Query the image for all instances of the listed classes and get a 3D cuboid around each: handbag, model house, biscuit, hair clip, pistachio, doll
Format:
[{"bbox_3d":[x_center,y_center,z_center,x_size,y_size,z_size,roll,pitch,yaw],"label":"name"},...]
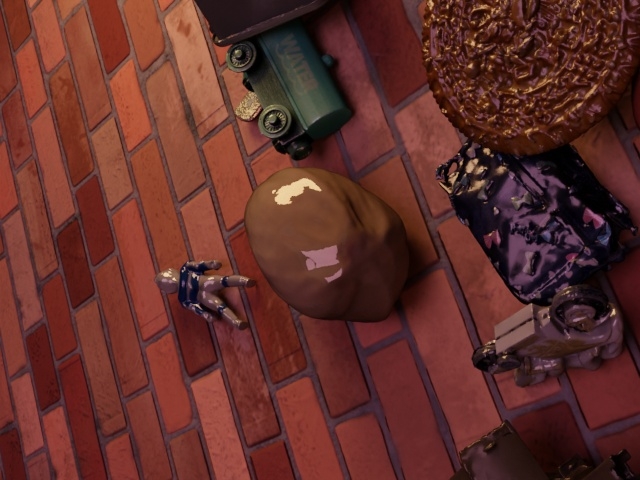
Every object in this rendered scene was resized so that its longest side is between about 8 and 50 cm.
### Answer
[{"bbox_3d":[0.268,-0.047,1.073,0.162,0.113,0.260,-51,56,30],"label":"handbag"},{"bbox_3d":[0.260,0.307,0.991,0.243,0.211,0.204,-52,59,32],"label":"model house"},{"bbox_3d":[0.237,-0.250,0.997,0.305,0.038,0.305,7,100,44],"label":"biscuit"},{"bbox_3d":[-0.104,-0.267,1.464,0.054,0.022,0.137,33,101,37],"label":"hair clip"},{"bbox_3d":[0.000,0.000,1.257,0.332,0.208,0.226,38,155,43],"label":"pistachio"},{"bbox_3d":[-0.214,0.082,1.521,0.228,0.057,0.113,14,103,31],"label":"doll"}]

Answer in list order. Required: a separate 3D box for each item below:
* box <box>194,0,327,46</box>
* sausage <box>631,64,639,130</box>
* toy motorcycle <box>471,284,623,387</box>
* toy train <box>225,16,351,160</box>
[{"bbox_3d":[-0.099,-0.427,1.339,0.244,0.135,0.163,-14,43,31],"label":"box"},{"bbox_3d":[0.418,-0.216,0.934,0.148,0.148,0.254,9,94,41],"label":"sausage"},{"bbox_3d":[0.291,0.122,1.037,0.228,0.151,0.074,129,150,-48],"label":"toy motorcycle"},{"bbox_3d":[-0.048,-0.253,1.369,0.159,0.101,0.248,-29,71,11],"label":"toy train"}]
